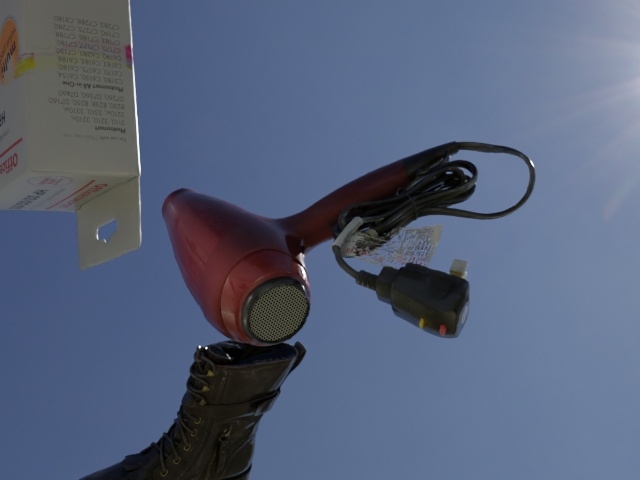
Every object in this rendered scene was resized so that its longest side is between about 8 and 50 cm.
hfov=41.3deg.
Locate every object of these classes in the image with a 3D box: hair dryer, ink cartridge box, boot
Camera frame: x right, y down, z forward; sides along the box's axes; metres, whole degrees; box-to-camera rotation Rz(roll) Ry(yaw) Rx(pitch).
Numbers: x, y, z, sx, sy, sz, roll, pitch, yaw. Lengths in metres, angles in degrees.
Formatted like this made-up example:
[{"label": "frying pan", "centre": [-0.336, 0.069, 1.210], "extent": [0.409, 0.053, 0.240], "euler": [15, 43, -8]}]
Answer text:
[{"label": "hair dryer", "centre": [0.000, 0.000, 0.642], "extent": [0.294, 0.223, 0.080], "euler": [5, -58, 23]}, {"label": "ink cartridge box", "centre": [-0.153, -0.077, 0.485], "extent": [0.062, 0.181, 0.104], "euler": [0, -9, -34]}, {"label": "boot", "centre": [-0.155, 0.209, 0.983], "extent": [0.263, 0.091, 0.229], "euler": [-8, -50, -37]}]
